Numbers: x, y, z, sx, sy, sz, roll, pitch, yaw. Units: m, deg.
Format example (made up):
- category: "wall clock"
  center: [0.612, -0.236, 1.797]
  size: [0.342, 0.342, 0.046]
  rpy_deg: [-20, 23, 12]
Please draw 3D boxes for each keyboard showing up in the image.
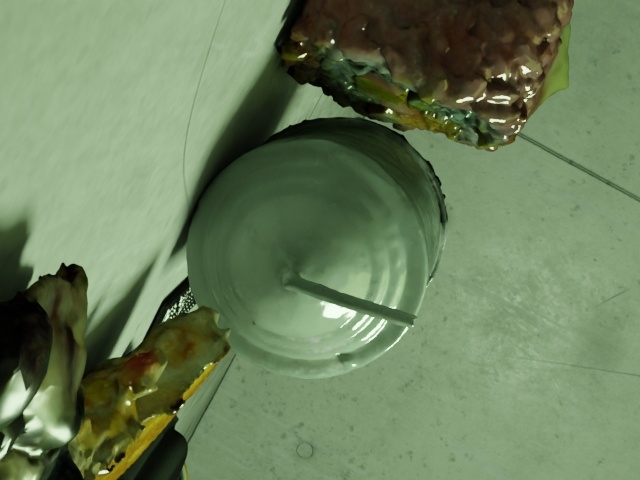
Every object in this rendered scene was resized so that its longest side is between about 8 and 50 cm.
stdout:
- category: "keyboard"
  center: [-0.141, 0.062, 1.084]
  size: [0.061, 0.013, 0.204]
  rpy_deg: [-62, 178, 17]

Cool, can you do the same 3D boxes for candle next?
- category: "candle"
  center: [0.000, 0.000, 0.943]
  size: [0.221, 0.221, 0.342]
  rpy_deg: [-62, 175, 14]

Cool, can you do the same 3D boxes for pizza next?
- category: "pizza"
  center: [-0.170, 0.150, 0.728]
  size: [0.189, 0.071, 0.297]
  rpy_deg: [-48, 180, 24]

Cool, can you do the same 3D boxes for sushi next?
- category: "sushi"
  center: [0.103, -0.178, 0.882]
  size: [0.270, 0.237, 0.170]
  rpy_deg: [46, 64, -85]

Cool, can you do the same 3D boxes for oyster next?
- category: "oyster"
  center: [-0.183, 0.176, 0.460]
  size: [0.361, 0.096, 0.221]
  rpy_deg: [-64, 172, 0]

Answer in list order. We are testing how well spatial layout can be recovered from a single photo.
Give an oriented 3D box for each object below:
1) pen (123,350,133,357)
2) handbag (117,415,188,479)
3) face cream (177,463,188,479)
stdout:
- category: "pen"
  center: [-0.184, 0.153, 1.045]
  size: [0.033, 0.033, 0.269]
  rpy_deg: [-61, 178, -20]
- category: "handbag"
  center: [-0.223, 0.281, 0.965]
  size: [0.253, 0.093, 0.308]
  rpy_deg: [-63, 178, 22]
- category: "face cream"
  center: [-0.237, 0.346, 1.393]
  size: [0.105, 0.105, 0.348]
  rpy_deg: [-61, 178, -22]
